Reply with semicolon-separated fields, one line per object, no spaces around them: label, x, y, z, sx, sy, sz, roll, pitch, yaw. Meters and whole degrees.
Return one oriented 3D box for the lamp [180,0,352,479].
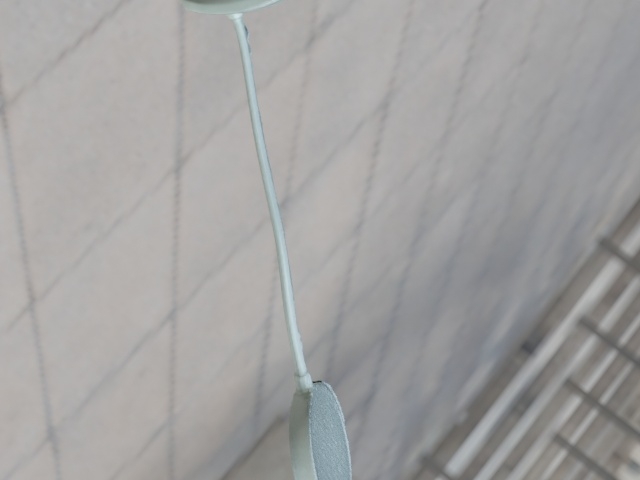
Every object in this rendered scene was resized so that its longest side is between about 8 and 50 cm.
lamp;0.000;0.000;0.529;0.050;0.056;0.198;-55;135;-70
